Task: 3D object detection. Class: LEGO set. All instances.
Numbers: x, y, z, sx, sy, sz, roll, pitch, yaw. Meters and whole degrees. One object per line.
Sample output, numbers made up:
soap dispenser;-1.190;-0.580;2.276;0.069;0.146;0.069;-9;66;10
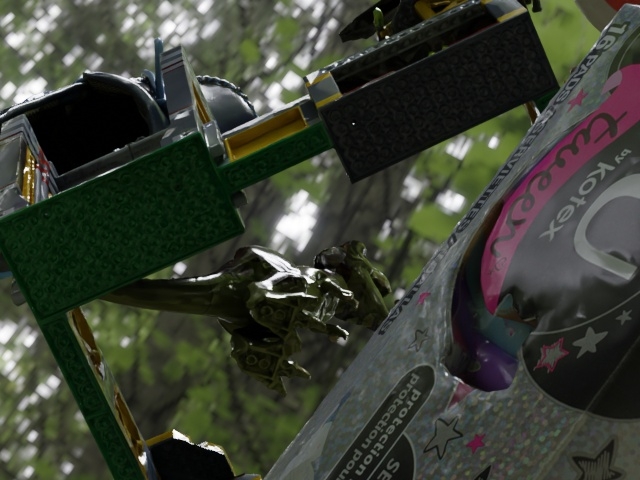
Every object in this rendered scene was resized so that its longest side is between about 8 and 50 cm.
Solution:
LEGO set;0.000;0.000;0.919;0.331;0.192;0.255;-32;-71;4

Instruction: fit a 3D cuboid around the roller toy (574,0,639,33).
roller toy;0.255;-0.212;1.296;0.191;0.146;0.209;-26;-101;36

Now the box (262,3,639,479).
box;0.108;0.071;0.639;0.163;0.142;0.247;40;-96;-24

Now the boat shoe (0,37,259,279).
boat shoe;-0.107;-0.043;1.065;0.109;0.258;0.089;45;-53;9
